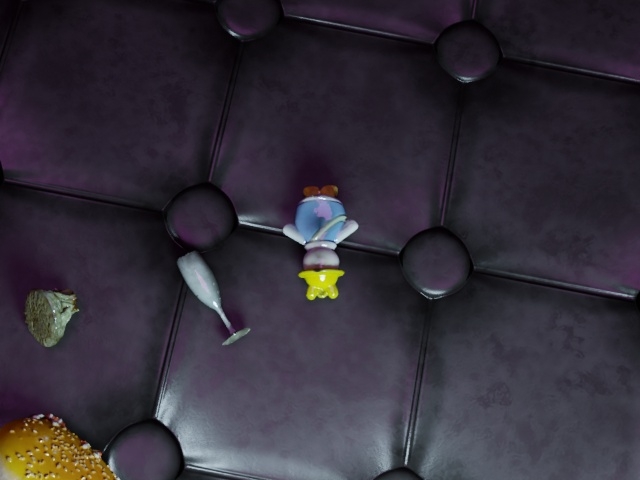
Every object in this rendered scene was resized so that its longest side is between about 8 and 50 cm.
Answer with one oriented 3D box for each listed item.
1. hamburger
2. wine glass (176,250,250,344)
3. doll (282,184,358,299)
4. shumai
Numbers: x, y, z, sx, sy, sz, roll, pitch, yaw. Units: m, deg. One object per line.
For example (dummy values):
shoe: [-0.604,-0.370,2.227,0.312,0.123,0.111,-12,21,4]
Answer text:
hamburger: [-0.472,0.441,1.652,0.151,0.227,0.295,-45,82,10]
wine glass: [-0.217,0.110,1.845,0.066,0.066,0.198,-30,76,-11]
doll: [0.000,0.000,1.871,0.135,0.098,0.241,6,73,-25]
shumai: [-0.524,0.140,1.818,0.099,0.124,0.087,30,33,26]
